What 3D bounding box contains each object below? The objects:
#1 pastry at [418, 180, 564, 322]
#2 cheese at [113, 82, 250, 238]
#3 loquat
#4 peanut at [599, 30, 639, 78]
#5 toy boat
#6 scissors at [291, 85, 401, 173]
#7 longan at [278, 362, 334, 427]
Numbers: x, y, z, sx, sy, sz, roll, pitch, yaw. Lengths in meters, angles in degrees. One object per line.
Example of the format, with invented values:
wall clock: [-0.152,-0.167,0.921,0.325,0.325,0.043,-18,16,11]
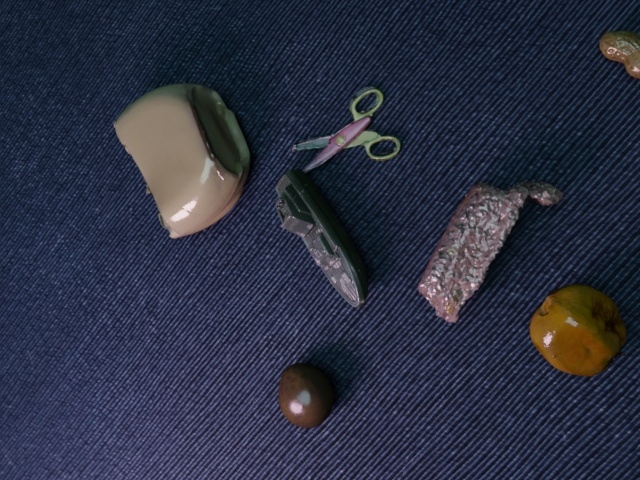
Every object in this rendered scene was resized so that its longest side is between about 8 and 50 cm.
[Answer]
pastry: [0.241,-0.002,1.105,0.112,0.103,0.265,39,96,0]
cheese: [-0.254,-0.146,1.295,0.233,0.127,0.266,-31,75,21]
loquat: [0.376,0.132,1.046,0.137,0.113,0.137,0,92,0]
peanut: [0.462,-0.271,1.056,0.113,0.054,0.054,41,103,20]
toy boat: [0.000,0.000,1.207,0.260,0.085,0.078,58,144,13]
scissors: [0.038,-0.174,1.235,0.187,0.020,0.133,-23,77,17]
longan: [-0.027,0.260,1.212,0.113,0.092,0.113,40,138,48]
